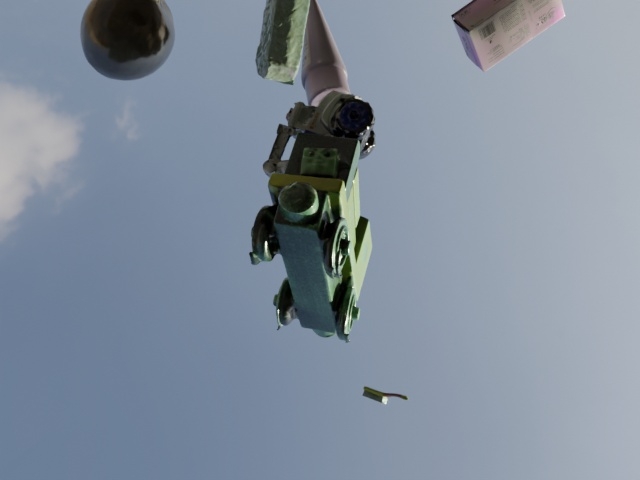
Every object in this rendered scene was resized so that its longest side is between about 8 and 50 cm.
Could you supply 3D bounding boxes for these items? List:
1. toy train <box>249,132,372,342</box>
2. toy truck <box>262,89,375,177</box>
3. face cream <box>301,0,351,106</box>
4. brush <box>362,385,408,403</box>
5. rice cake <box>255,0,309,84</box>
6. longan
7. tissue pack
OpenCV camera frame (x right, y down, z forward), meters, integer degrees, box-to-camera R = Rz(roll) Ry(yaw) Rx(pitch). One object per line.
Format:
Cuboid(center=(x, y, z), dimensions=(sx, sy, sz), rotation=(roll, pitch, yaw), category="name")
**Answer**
Cuboid(center=(0.000, 0.000, 1.222), dimensions=(0.160, 0.397, 0.253), rotation=(9, -124, 14), category="toy train")
Cuboid(center=(0.004, -0.182, 1.354), dimensions=(0.176, 0.161, 0.213), rotation=(21, -100, 10), category="toy truck")
Cuboid(center=(-0.002, -0.389, 1.502), dimensions=(0.096, 0.154, 0.274), rotation=(-10, -120, -2), category="face cream")
Cuboid(center=(0.102, 0.244, 1.109), dimensions=(0.018, 0.083, 0.021), rotation=(24, -106, -45), category="brush")
Cuboid(center=(-0.061, -0.367, 1.190), dimensions=(0.069, 0.207, 0.063), rotation=(0, -161, -25), category="rice cake")
Cuboid(center=(-0.335, -0.382, 1.272), dimensions=(0.159, 0.204, 0.185), rotation=(38, -150, -6), category="longan")
Cuboid(center=(0.463, -0.550, 1.754), dimensions=(0.246, 0.148, 0.092), rotation=(-34, -132, 4), category="tissue pack")
